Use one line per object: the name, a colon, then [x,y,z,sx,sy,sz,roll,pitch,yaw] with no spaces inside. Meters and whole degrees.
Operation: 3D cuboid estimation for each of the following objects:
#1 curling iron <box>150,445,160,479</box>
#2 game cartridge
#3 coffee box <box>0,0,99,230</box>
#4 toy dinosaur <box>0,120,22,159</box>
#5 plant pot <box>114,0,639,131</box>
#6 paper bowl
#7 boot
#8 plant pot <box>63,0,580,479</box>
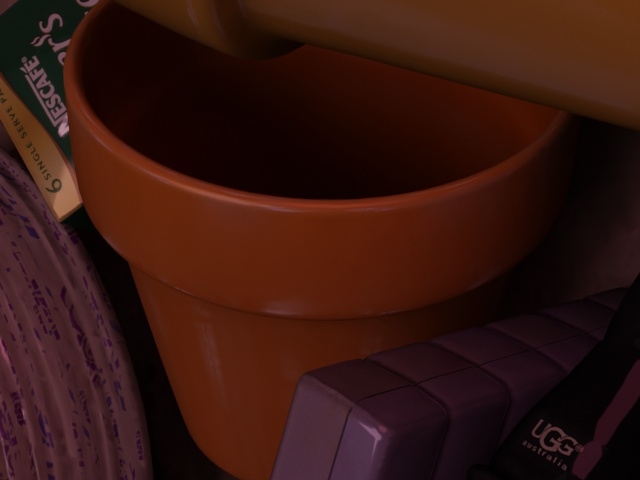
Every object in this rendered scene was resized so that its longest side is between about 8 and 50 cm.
curling iron: [-0.092,0.213,0.946,0.068,0.035,0.274,-8,92,40]
game cartridge: [0.034,0.200,0.713,0.068,0.230,0.355,28,115,30]
coffee box: [-0.077,-0.100,0.839,0.184,0.040,0.113,-35,75,16]
toy dinosaur: [-0.118,-0.064,0.919,0.211,0.064,0.112,-18,111,45]
plant pot: [0.060,-0.158,0.598,0.239,0.254,0.254,27,115,15]
paper bowl: [-0.221,0.092,0.917,0.284,0.148,0.284,26,123,47]
boot: [0.171,0.075,0.652,0.207,0.246,0.094,-51,45,-5]
plant pot: [0.000,0.000,0.736,0.205,0.205,0.188,30,136,32]
